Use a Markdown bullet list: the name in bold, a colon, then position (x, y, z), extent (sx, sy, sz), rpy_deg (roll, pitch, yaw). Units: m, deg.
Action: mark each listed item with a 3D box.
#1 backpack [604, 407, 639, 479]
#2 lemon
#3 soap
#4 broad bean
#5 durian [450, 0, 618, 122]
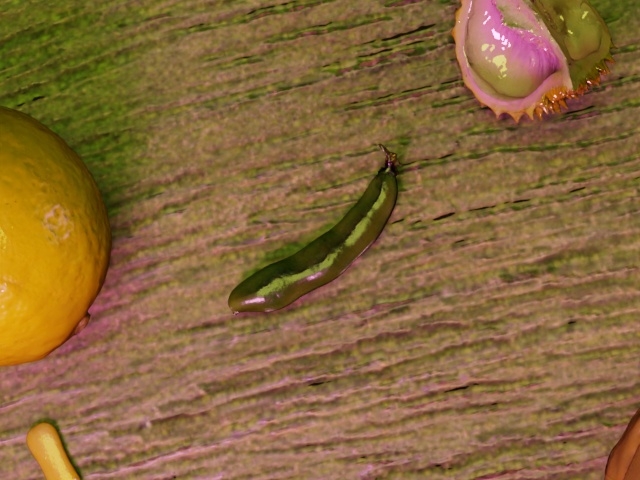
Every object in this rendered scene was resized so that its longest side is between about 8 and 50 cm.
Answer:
- **backpack**: position (0.405, 0.256, 1.356), extent (0.353, 0.201, 0.378), rpy_deg (6, 89, 3)
- **lemon**: position (-0.306, 0.010, 1.469), extent (0.240, 0.240, 0.219), rpy_deg (-43, 98, -3)
- **soap**: position (-0.263, 0.223, 1.533), extent (0.034, 0.012, 0.089), rpy_deg (-28, 78, 1)
- **broad bean**: position (0.004, 0.003, 1.533), extent (0.069, 0.039, 0.227), rpy_deg (44, 86, 5)
- **durian**: position (0.206, -0.206, 1.504), extent (0.182, 0.132, 0.165), rpy_deg (27, 72, 21)
